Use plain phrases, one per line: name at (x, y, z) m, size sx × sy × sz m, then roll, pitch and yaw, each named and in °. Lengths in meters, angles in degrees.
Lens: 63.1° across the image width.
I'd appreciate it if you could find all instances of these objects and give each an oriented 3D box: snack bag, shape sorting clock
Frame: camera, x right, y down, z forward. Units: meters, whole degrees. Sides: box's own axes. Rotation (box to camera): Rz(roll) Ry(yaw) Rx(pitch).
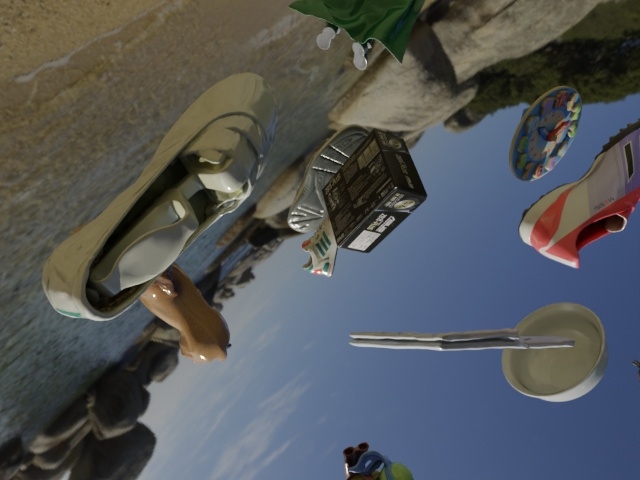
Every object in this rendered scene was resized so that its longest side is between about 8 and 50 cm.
snack bag at (0.277, 0.197, 1.047) m, size 0.323 × 0.342 × 0.037 m, roll 158°, pitch -66°, yaw -63°
shape sorting clock at (0.469, -0.216, 1.081) m, size 0.206 × 0.206 × 0.040 m, roll -47°, pitch -137°, yaw -3°

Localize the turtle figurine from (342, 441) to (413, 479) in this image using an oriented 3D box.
turtle figurine at (0.086, 0.484, 0.824) m, size 0.266 × 0.274 × 0.198 m, roll -44°, pitch -173°, yaw 34°

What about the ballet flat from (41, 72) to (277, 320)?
ballet flat at (-0.163, -0.054, 0.649) m, size 0.400 × 0.139 × 0.139 m, roll -50°, pitch -175°, yaw -18°

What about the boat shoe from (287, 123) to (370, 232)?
boat shoe at (0.015, -0.158, 1.265) m, size 0.320 × 0.118 × 0.103 m, roll -58°, pitch -158°, yaw 35°

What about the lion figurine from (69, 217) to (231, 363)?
lion figurine at (-0.246, 0.100, 0.859) m, size 0.142 × 0.392 × 0.240 m, roll -55°, pitch -150°, yaw -16°

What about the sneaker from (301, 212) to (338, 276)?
sneaker at (0.000, 0.000, 1.110) m, size 0.057 × 0.075 × 0.162 m, roll -91°, pitch -171°, yaw -68°

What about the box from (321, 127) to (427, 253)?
box at (0.093, -0.088, 0.970) m, size 0.180 × 0.077 × 0.148 m, roll -47°, pitch -136°, yaw 38°

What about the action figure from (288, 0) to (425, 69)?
action figure at (0.081, -0.298, 0.599) m, size 0.232 × 0.137 × 0.063 m, roll -56°, pitch 175°, yaw -22°

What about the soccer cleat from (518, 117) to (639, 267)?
soccer cleat at (0.473, -0.080, 0.836) m, size 0.318 × 0.109 × 0.116 m, roll -38°, pitch -132°, yaw -4°

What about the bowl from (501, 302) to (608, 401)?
bowl at (0.666, 0.328, 1.439) m, size 0.298 × 0.134 × 0.298 m, roll -41°, pitch -158°, yaw 21°

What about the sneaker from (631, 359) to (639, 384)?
sneaker at (0.933, 0.382, 1.335) m, size 0.101 × 0.268 × 0.153 m, roll -56°, pitch -174°, yaw -2°
